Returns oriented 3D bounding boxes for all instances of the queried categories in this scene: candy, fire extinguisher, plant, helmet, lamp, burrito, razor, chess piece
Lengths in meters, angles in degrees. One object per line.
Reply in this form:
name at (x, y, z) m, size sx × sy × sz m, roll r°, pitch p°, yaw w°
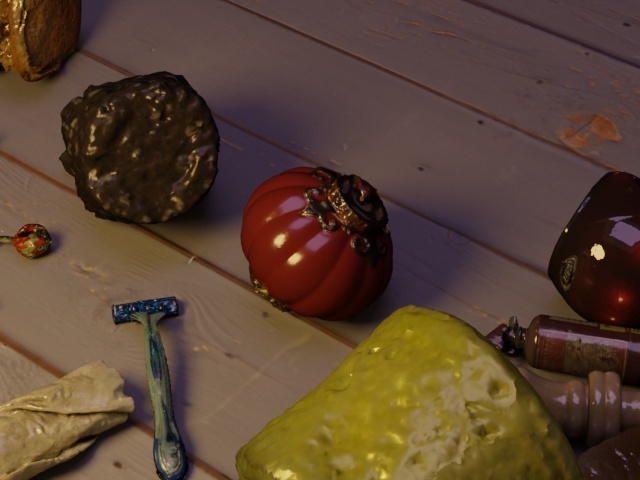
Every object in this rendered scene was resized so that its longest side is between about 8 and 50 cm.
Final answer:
candy at (-0.480, -0.001, 2.160) m, size 0.185 × 0.049 × 0.055 m, roll 2°, pitch 10°, yaw 16°
fire extinguisher at (0.318, 0.146, 1.939) m, size 0.252 × 0.075 × 0.106 m, roll 9°, pitch 32°, yaw 10°
plant at (-0.273, -0.137, 2.188) m, size 0.215 × 0.213 × 0.312 m, roll -16°, pitch 8°, yaw -17°
helmet at (0.415, 0.026, 1.992) m, size 0.216 × 0.189 × 0.193 m, roll -2°, pitch 43°, yaw -14°
lamp at (0.000, 0.000, 2.011) m, size 0.227 × 0.227 × 0.227 m, roll -1°, pitch 42°, yaw 1°
burrito at (-0.410, 0.266, 1.825) m, size 0.392 × 0.076 × 0.117 m, roll -26°, pitch 49°, yaw -26°
razor at (-0.214, 0.182, 1.934) m, size 0.093 × 0.056 × 0.324 m, roll -7°, pitch 43°, yaw -9°
chess piece at (0.350, 0.210, 1.851) m, size 0.397 × 0.117 × 0.117 m, roll 3°, pitch 42°, yaw 7°

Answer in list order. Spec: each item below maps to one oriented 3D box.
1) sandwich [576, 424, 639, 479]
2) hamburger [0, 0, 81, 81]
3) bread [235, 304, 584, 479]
sandwich at (0.365, 0.297, 1.761) m, size 0.258 × 0.094 × 0.096 m, roll -23°, pitch 48°, yaw -20°
hamburger at (-0.527, -0.375, 2.436) m, size 0.211 × 0.245 × 0.260 m, roll 16°, pitch 70°, yaw 12°
bread at (0.097, 0.273, 1.620) m, size 0.308 × 0.348 × 0.348 m, roll -32°, pitch 50°, yaw -24°
